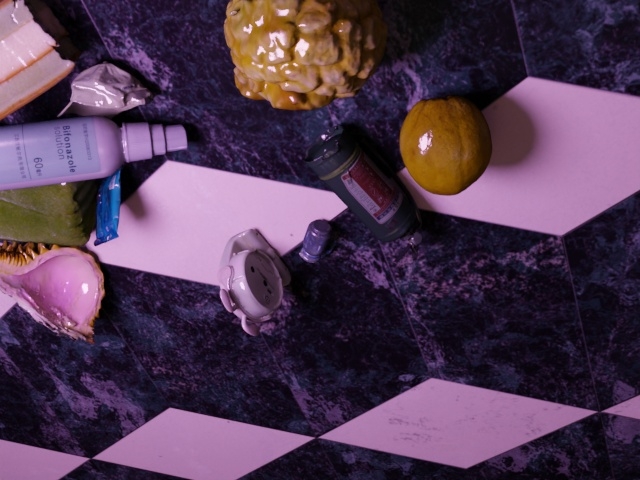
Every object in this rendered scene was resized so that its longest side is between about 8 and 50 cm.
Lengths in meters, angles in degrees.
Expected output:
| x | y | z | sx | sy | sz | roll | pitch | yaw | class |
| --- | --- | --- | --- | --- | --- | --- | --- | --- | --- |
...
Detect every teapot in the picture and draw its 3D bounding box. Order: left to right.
| x | y | z | sx | sy | sz | roll | pitch | yaw | class |
| --- | --- | --- | --- | --- | --- | --- | --- | --- | --- |
| -0.004 | -0.003 | 1.521 | 0.049 | 0.063 | 0.083 | 41 | 136 | 19 | teapot |

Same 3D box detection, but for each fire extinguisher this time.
| x | y | z | sx | sy | sz | roll | pitch | yaw | class |
| --- | --- | --- | --- | --- | --- | --- | --- | --- | --- |
| 0.099 | -0.072 | 1.407 | 0.294 | 0.118 | 0.093 | 45 | 159 | -23 | fire extinguisher |

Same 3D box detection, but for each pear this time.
| x | y | z | sx | sy | sz | roll | pitch | yaw | class |
| --- | --- | --- | --- | --- | --- | --- | --- | --- | --- |
| 0.203 | -0.159 | 1.283 | 0.148 | 0.149 | 0.162 | -4 | 118 | 15 | pear |

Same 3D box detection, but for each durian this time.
| x | y | z | sx | sy | sz | roll | pitch | yaw | class |
| --- | --- | --- | --- | --- | --- | --- | --- | --- | --- |
| -0.595 | 0.074 | 1.634 | 0.195 | 0.186 | 0.305 | 5 | 156 | 46 | durian |

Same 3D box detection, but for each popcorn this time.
| x | y | z | sx | sy | sz | roll | pitch | yaw | class |
| --- | --- | --- | --- | --- | --- | --- | --- | --- | --- |
| -0.034 | -0.296 | 1.189 | 0.236 | 0.206 | 0.251 | 17 | 144 | -21 | popcorn |

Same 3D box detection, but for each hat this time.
| x | y | z | sx | sy | sz | roll | pitch | yaw | class |
| --- | --- | --- | --- | --- | --- | --- | --- | --- | --- |
| -0.383 | -0.252 | 1.384 | 0.122 | 0.081 | 0.166 | 3 | 162 | -44 | hat |

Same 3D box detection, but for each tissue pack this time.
| x | y | z | sx | sy | sz | roll | pitch | yaw | class |
| --- | --- | --- | --- | --- | --- | --- | --- | --- | --- |
| -0.401 | -0.063 | 1.484 | 0.027 | 0.138 | 0.085 | 11 | 160 | -41 | tissue pack |

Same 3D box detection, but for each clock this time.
| x | y | z | sx | sy | sz | roll | pitch | yaw | class |
| --- | --- | --- | --- | --- | --- | --- | --- | --- | --- |
| -0.131 | 0.085 | 1.517 | 0.062 | 0.191 | 0.151 | -22 | 122 | 27 | clock |

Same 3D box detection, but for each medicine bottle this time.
| x | y | z | sx | sy | sz | roll | pitch | yaw | class |
| --- | --- | --- | --- | --- | --- | --- | --- | --- | --- |
| -0.410 | -0.160 | 1.372 | 0.351 | 0.110 | 0.110 | -9 | 131 | -14 | medicine bottle |

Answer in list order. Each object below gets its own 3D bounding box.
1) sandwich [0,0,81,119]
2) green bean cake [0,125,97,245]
| x | y | z | sx | sy | sz | roll | pitch | yaw | class |
| --- | --- | --- | --- | --- | --- | --- | --- | --- | --- |
| -0.524 | -0.318 | 1.331 | 0.198 | 0.227 | 0.155 | -37 | 118 | -6 | sandwich |
| -0.548 | -0.093 | 1.507 | 0.248 | 0.125 | 0.222 | 15 | 132 | 2 | green bean cake |
